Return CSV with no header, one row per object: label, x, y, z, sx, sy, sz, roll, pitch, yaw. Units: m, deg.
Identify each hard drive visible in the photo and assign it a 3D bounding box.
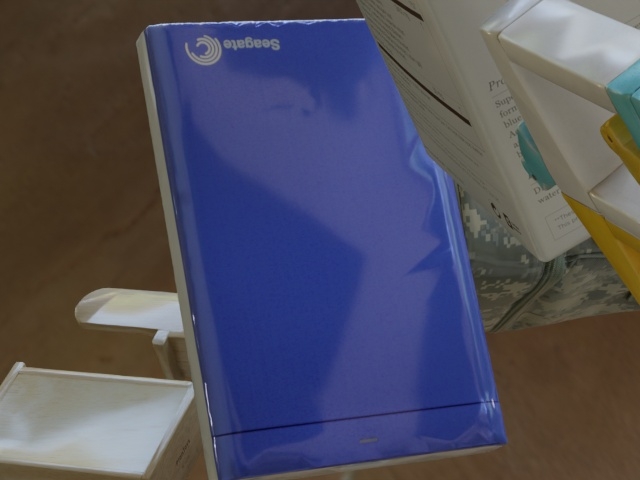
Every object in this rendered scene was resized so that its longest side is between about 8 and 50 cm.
hard drive,0.000,0.000,1.172,0.210,0.040,0.318,-5,74,-22

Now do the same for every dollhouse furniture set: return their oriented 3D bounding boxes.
dollhouse furniture set,-0.143,0.260,1.393,0.174,0.355,0.303,4,41,23

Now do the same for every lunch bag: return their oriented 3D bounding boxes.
lunch bag,0.198,-0.075,1.536,0.256,0.212,0.305,1,67,-16

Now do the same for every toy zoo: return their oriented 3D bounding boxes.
toy zoo,0.158,0.010,0.607,0.030,0.192,0.293,-40,30,-6

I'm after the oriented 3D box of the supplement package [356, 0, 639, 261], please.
supplement package,0.101,-0.175,0.855,0.177,0.293,0.175,-29,28,-4
